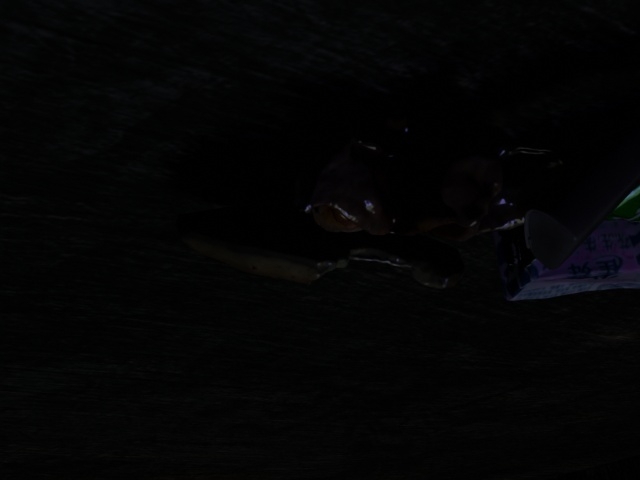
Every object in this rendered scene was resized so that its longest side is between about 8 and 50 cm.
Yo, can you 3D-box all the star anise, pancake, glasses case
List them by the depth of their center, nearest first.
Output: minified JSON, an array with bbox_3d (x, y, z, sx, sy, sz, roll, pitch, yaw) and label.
[{"bbox_3d":[0.217,-0.062,0.991,0.190,0.042,0.072,-44,161,-14],"label":"glasses case"},{"bbox_3d":[0.080,-0.048,1.034,0.214,0.099,0.220,-5,-178,-1],"label":"star anise"},{"bbox_3d":[0.000,0.000,1.106,0.235,0.029,0.212,5,-168,-23],"label":"pancake"}]

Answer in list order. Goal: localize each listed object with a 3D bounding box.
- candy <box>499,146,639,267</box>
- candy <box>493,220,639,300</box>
[{"bbox_3d":[0.234,-0.043,1.126,0.203,0.078,0.141,-19,-175,14],"label":"candy"},{"bbox_3d":[0.235,-0.002,1.269,0.160,0.092,0.073,-5,163,-22],"label":"candy"}]
